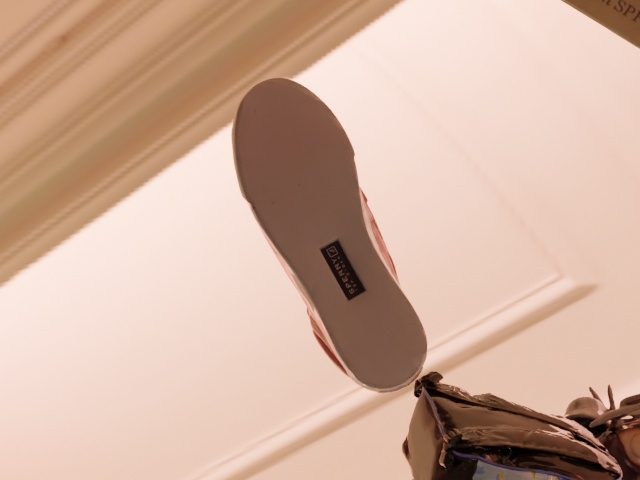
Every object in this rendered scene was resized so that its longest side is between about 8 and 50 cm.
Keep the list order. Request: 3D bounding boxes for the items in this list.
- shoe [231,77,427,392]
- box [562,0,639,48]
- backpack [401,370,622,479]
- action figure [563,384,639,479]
[{"bbox_3d":[0.000,0.000,0.916,0.063,0.081,0.178,-26,-91,-8],"label":"shoe"},{"bbox_3d":[0.186,-0.230,0.665,0.148,0.121,0.311,36,-45,27],"label":"box"},{"bbox_3d":[0.109,0.140,0.986,0.114,0.105,0.084,11,-71,-14],"label":"backpack"},{"bbox_3d":[0.202,0.218,1.112,0.185,0.099,0.285,-48,-143,40],"label":"action figure"}]
